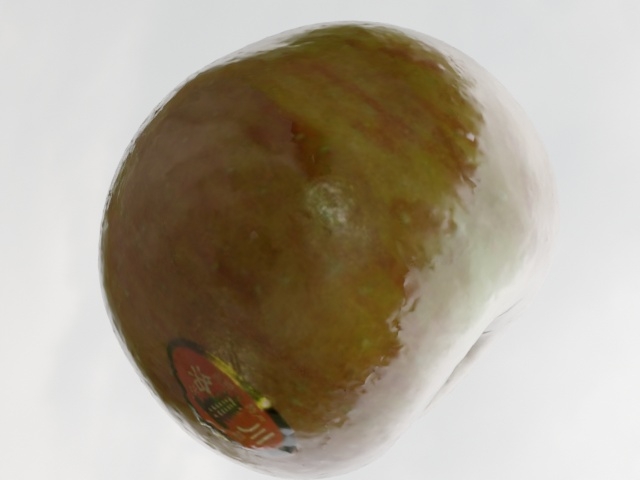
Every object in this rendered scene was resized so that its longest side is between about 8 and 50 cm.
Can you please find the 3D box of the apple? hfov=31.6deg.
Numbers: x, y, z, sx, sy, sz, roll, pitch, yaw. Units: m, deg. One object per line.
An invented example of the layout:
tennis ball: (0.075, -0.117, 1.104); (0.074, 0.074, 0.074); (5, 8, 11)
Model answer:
apple: (0.000, 0.000, 0.963); (0.333, 0.400, 0.400); (44, -70, 10)
